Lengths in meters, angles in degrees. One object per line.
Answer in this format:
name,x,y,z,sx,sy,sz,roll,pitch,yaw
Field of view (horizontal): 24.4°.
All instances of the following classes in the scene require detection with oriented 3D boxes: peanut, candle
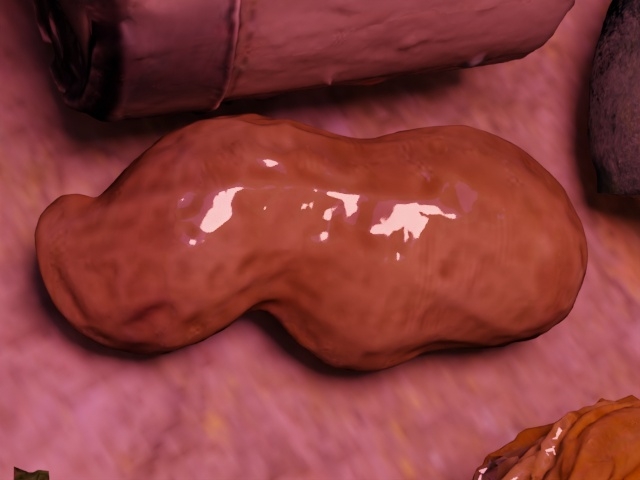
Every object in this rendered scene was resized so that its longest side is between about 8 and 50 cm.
peanut,0.000,0.000,0.602,0.227,0.085,0.104,4,84,-12
candle,0.028,-0.159,0.626,0.330,0.187,0.187,-11,70,-19

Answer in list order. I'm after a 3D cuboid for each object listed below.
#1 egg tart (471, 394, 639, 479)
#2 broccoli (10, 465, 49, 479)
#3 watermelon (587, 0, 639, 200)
egg tart,0.131,0.173,0.549,0.241,0.106,0.241,7,66,-15
broccoli,-0.179,0.123,0.407,0.307,0.275,0.308,6,37,-5
watermelon,0.278,-0.118,0.642,0.321,0.188,0.175,-28,96,-23
